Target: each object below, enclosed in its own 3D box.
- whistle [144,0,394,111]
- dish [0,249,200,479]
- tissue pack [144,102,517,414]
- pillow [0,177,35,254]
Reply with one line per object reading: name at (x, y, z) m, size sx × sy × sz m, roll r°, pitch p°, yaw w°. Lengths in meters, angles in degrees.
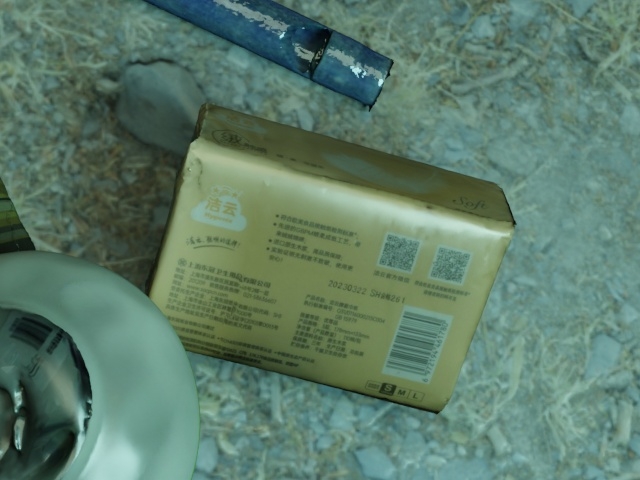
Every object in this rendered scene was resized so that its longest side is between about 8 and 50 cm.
whistle at (-0.072, -0.225, 1.610) m, size 0.304 × 0.062 × 0.062 m, roll 25°, pitch 67°, yaw -6°
dish at (-0.270, 0.149, 1.309) m, size 0.324 × 0.124 × 0.324 m, roll -2°, pitch 73°, yaw 5°
tissue pack at (0.000, 0.000, 1.488) m, size 0.305 × 0.238 × 0.239 m, roll 14°, pitch 69°, yaw -8°
pillow at (-0.393, -0.052, 1.447) m, size 0.208 × 0.052 × 0.212 m, roll -16°, pitch 74°, yaw -39°
